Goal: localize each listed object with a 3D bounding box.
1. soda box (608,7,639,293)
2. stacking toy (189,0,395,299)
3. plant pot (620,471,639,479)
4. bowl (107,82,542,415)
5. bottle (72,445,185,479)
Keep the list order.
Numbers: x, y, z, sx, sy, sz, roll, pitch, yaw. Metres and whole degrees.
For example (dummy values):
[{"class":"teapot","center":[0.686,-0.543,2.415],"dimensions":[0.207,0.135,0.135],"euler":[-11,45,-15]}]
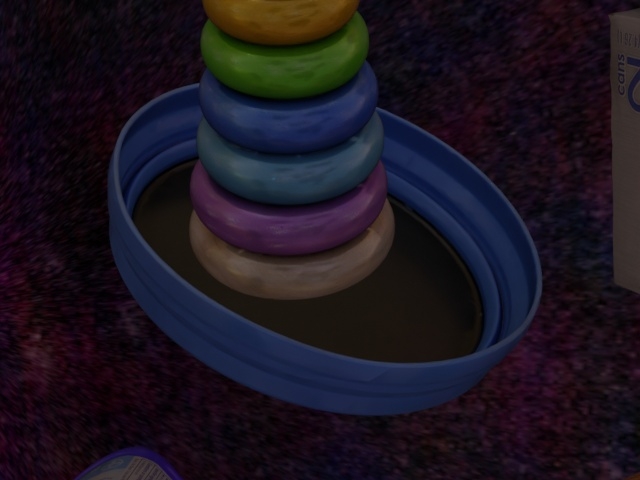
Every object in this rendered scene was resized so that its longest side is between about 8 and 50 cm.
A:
[{"class":"soda box","center":[0.197,-0.003,0.359],"dimensions":[0.098,0.286,0.091],"euler":[-15,112,-27]},{"class":"stacking toy","center":[-0.021,-0.128,0.917],"dimensions":[0.141,0.141,0.330],"euler":[-13,128,-16]},{"class":"plant pot","center":[0.165,0.159,0.562],"dimensions":[0.187,0.205,0.205],"euler":[-14,91,7]},{"class":"bowl","center":[0.000,0.000,1.295],"dimensions":[0.391,0.391,0.077],"euler":[11,126,-15]},{"class":"bottle","center":[-0.165,0.234,0.987],"dimensions":[0.118,0.283,0.092],"euler":[-40,95,16]}]
